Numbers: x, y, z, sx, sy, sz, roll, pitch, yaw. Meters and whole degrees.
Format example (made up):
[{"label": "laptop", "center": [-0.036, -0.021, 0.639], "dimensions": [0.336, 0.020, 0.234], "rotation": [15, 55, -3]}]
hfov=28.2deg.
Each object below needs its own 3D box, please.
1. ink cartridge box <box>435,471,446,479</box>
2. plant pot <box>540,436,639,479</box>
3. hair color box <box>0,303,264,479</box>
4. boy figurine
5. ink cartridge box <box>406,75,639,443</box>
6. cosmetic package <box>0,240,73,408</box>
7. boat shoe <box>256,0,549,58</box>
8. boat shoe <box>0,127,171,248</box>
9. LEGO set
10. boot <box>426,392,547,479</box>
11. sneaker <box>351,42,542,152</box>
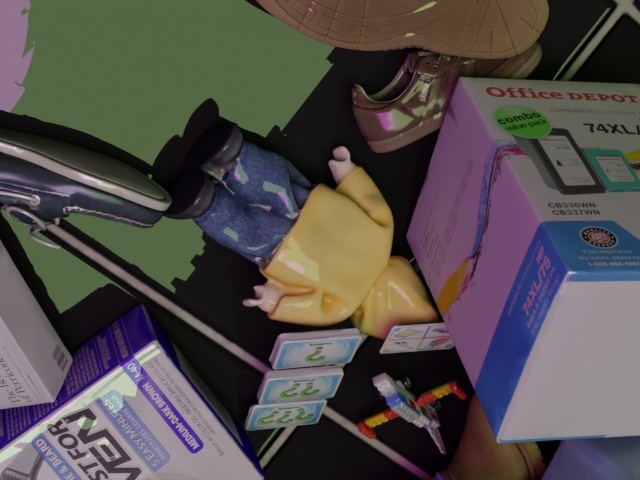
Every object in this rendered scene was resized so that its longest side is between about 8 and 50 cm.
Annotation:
[{"label": "ink cartridge box", "center": [0.172, 0.376, 1.138], "dimensions": [0.065, 0.186, 0.311], "rotation": [-13, 106, -12]}, {"label": "plant pot", "center": [0.333, 0.271, 1.171], "dimensions": [0.247, 0.252, 0.247], "rotation": [-26, 145, -39]}, {"label": "hair color box", "center": [-0.245, 0.237, 1.184], "dimensions": [0.339, 0.110, 0.185], "rotation": [-35, 114, -1]}, {"label": "boy figurine", "center": [0.000, 0.000, 1.185], "dimensions": [0.285, 0.092, 0.177], "rotation": [32, 72, -25]}, {"label": "ink cartridge box", "center": [0.224, 0.011, 1.126], "dimensions": [0.198, 0.270, 0.197], "rotation": [0, 130, -18]}, {"label": "cosmetic package", "center": [-0.311, 0.044, 1.083], "dimensions": [0.098, 0.060, 0.239], "rotation": [-9, 126, 21]}, {"label": "boat shoe", "center": [0.064, -0.230, 1.133], "dimensions": [0.285, 0.092, 0.103], "rotation": [5, 124, -19]}, {"label": "boat shoe", "center": [-0.257, -0.050, 1.096], "dimensions": [0.254, 0.095, 0.079], "rotation": [16, 101, -18]}, {"label": "LEGO set", "center": [0.063, 0.146, 1.219], "dimensions": [0.244, 0.060, 0.182], "rotation": [-3, 145, -18]}, {"label": "boot", "center": [0.090, 0.266, 1.251], "dimensions": [0.269, 0.089, 0.236], "rotation": [-27, 140, -3]}, {"label": "sneaker", "center": [0.117, -0.153, 1.184], "dimensions": [0.188, 0.066, 0.071], "rotation": [-31, 111, -5]}]
